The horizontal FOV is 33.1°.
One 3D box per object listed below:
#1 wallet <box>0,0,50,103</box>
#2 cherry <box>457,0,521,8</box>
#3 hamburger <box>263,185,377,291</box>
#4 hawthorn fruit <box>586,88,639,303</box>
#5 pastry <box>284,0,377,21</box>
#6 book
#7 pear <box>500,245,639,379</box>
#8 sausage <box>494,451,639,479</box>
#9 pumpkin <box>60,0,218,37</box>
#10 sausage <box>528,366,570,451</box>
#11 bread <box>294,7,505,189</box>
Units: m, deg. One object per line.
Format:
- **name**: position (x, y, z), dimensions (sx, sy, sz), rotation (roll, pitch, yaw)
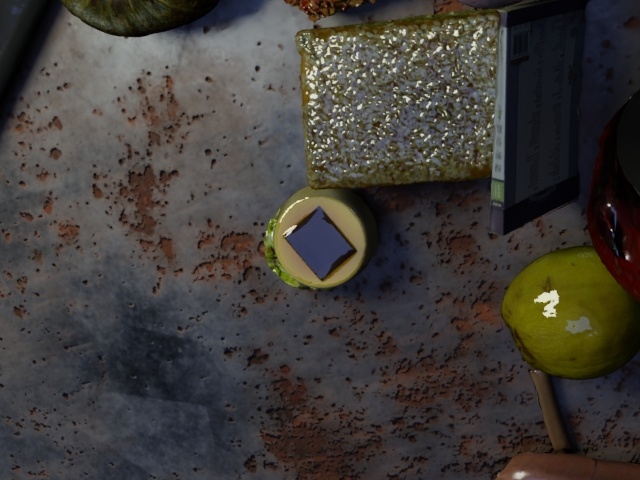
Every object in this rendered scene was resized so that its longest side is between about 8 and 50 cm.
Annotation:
- **wallet**: position (-0.476, -0.252, 1.333), dimensions (0.228, 0.062, 0.406), rotation (35, 116, 1)
- **cherry**: position (0.161, -0.338, 1.047), dimensions (0.266, 0.183, 0.213), rotation (-41, 134, 7)
- **hamburger**: position (0.000, 0.000, 1.278), dimensions (0.126, 0.081, 0.141), rotation (33, 103, 0)
- **hawthorn fruit**: position (0.396, -0.039, 1.032), dimensions (0.316, 0.316, 0.316), rotation (5, 111, 14)
- **pastry**: position (0.038, -0.283, 1.167), dimensions (0.169, 0.087, 0.063), rotation (-18, 117, 21)
- **book**: position (0.228, -0.134, 1.127), dimensions (0.026, 0.157, 0.231), rotation (16, 116, 40)
- **pear**: position (0.283, 0.081, 1.191), dimensions (0.162, 0.149, 0.149), rotation (-18, 104, 17)
- **sausage**: position (0.422, 0.314, 1.270), dimensions (0.433, 0.088, 0.088), rotation (9, 111, 11)
- **pumpkin**: position (-0.206, -0.332, 1.182), dimensions (0.219, 0.162, 0.219), rotation (13, 137, 13)
- **sausage**: position (0.278, 0.204, 1.302), dimensions (0.026, 0.026, 0.116), rotation (-14, 105, 20)
- **bread**: position (0.097, -0.153, 1.182), dimensions (0.234, 0.110, 0.184), rotation (-3, 106, 15)
